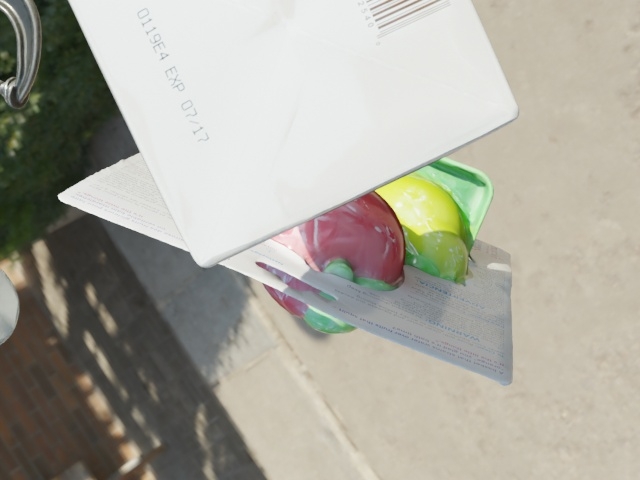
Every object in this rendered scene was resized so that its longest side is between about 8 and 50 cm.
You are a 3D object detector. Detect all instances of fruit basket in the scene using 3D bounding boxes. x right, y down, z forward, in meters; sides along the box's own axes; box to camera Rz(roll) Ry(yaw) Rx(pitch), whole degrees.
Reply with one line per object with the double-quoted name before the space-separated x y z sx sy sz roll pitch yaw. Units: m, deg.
"fruit basket" 0.000 0.000 0.854 0.327 0.353 0.166 22 112 3

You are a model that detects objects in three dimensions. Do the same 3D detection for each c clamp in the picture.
"c clamp" -0.269 -0.143 0.800 0.160 0.022 0.137 14 113 28

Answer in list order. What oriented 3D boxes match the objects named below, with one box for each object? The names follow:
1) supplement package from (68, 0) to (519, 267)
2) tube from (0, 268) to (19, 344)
"supplement package" -0.025 -0.084 0.495 0.244 0.133 0.139 -149 33 -83
"tube" -0.276 0.053 0.679 0.207 0.052 0.080 -12 74 38
